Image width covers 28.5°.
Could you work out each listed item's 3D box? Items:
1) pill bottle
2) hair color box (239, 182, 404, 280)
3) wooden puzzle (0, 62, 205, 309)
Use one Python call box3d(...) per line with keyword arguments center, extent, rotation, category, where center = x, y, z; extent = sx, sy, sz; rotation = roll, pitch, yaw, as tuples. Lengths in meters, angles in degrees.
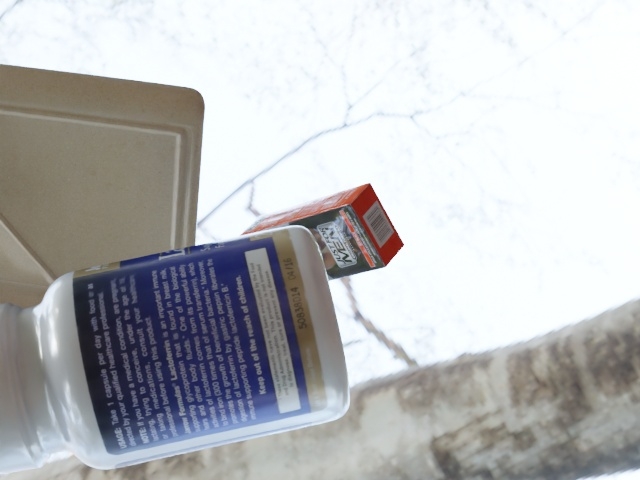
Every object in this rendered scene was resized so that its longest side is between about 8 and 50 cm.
box3d(center=(-0.121, 0.086, 0.946), extent=(0.265, 0.153, 0.153), rotation=(-12, -117, -5), category="pill bottle")
box3d(center=(0.000, 0.000, 1.170), extent=(0.043, 0.141, 0.072), rotation=(-47, -67, -45), category="hair color box")
box3d(center=(-0.222, -0.038, 1.171), extent=(0.221, 0.238, 0.044), rotation=(7, -162, 2), category="wooden puzzle")
